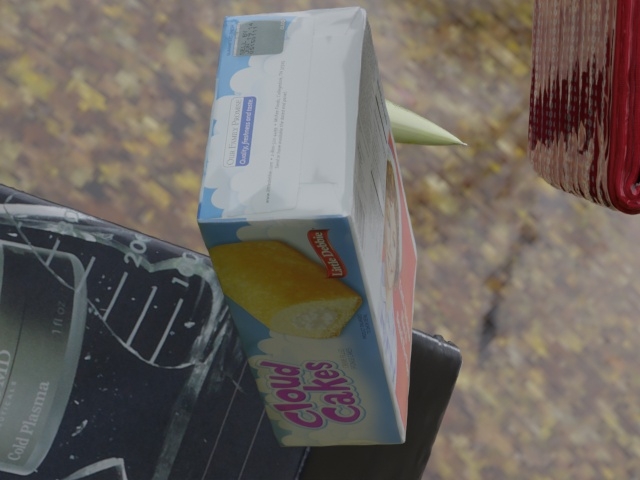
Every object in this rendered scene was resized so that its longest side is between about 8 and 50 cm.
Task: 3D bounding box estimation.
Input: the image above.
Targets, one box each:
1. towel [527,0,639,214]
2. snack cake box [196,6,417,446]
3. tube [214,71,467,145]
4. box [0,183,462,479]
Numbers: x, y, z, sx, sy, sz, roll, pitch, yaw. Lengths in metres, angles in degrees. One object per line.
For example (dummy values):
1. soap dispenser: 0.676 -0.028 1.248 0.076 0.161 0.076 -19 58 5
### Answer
1. towel: 0.147 -0.122 0.924 0.031 0.199 0.275 2 6 -2
2. snack cake box: 0.000 0.000 1.069 0.264 0.089 0.152 74 16 -54
3. tube: 0.018 -0.117 1.564 0.240 0.062 0.070 11 49 -37
4. box: -0.200 0.227 1.495 0.471 0.480 0.297 18 -3 25
